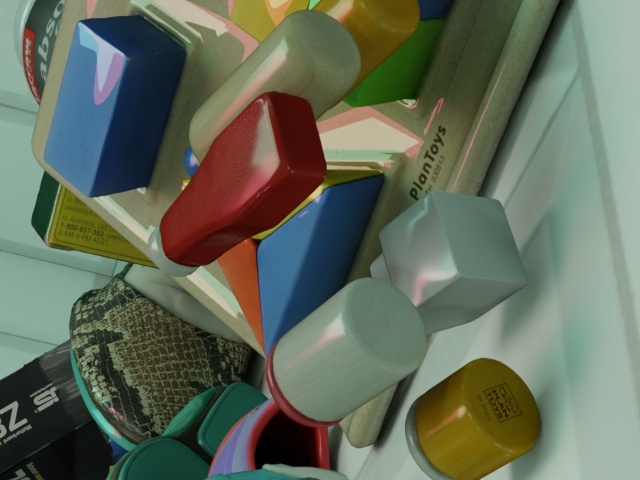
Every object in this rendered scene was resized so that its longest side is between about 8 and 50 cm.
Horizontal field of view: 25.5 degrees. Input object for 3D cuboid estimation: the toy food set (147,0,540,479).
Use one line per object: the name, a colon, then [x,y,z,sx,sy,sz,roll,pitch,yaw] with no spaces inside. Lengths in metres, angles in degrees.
toy food set: [0.000,0.000,0.584,0.104,0.111,0.232,-40,56,42]

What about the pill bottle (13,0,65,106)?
pill bottle: [-0.189,-0.186,1.458,0.363,0.210,0.210,32,109,59]

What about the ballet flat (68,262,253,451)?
ballet flat: [-0.133,0.055,1.299,0.182,0.164,0.483,-61,9,3]

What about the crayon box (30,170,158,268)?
crayon box: [-0.064,-0.133,0.999,0.081,0.202,0.318,-149,74,-68]

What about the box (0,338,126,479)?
box: [-0.347,0.258,1.527,0.097,0.318,0.395,55,166,15]

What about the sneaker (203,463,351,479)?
sneaker: [-0.038,0.237,0.636,0.107,0.110,0.275,144,138,-74]

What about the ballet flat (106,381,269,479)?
ballet flat: [-0.092,0.169,0.939,0.087,0.083,0.247,-52,-4,18]

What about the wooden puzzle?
wooden puzzle: [-0.049,-0.104,0.758,0.348,0.081,0.322,41,125,33]

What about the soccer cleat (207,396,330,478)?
soccer cleat: [-0.034,0.188,0.775,0.248,0.083,0.095,-83,17,-47]

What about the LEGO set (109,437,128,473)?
LEGO set: [-0.141,0.217,1.311,0.227,0.093,0.087,-102,-3,-57]
